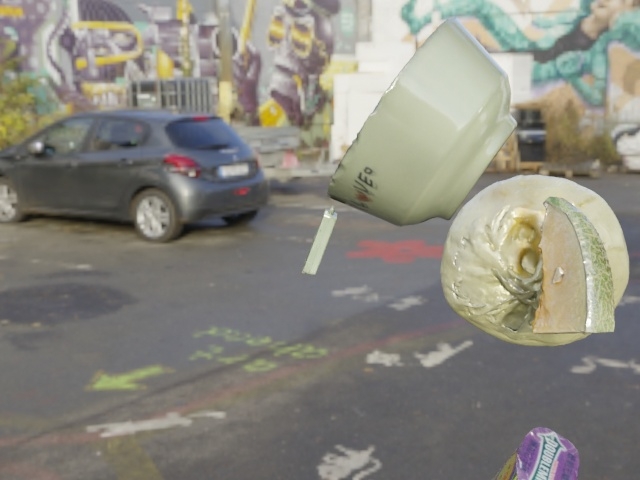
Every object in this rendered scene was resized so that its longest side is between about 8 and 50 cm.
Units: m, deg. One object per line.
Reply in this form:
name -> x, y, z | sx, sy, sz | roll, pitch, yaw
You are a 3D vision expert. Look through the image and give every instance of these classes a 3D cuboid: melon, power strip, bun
melon -> 0.321, 0.031, 1.140 | 0.098, 0.182, 0.054 | -1, -9, 43
power strip -> 0.000, 0.000, 0.991 | 0.017, 0.083, 0.027 | 21, 15, -6
bun -> 0.326, 0.034, 1.362 | 0.287, 0.288, 0.146 | 1, 4, 12

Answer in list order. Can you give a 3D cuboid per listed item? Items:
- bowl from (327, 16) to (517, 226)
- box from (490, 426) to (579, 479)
bowl -> 0.110, -0.096, 0.854 | 0.112, 0.211, 0.211 | 35, 14, 5
box -> 0.269, 0.431, 1.364 | 0.097, 0.346, 0.134 | 26, 44, 4
